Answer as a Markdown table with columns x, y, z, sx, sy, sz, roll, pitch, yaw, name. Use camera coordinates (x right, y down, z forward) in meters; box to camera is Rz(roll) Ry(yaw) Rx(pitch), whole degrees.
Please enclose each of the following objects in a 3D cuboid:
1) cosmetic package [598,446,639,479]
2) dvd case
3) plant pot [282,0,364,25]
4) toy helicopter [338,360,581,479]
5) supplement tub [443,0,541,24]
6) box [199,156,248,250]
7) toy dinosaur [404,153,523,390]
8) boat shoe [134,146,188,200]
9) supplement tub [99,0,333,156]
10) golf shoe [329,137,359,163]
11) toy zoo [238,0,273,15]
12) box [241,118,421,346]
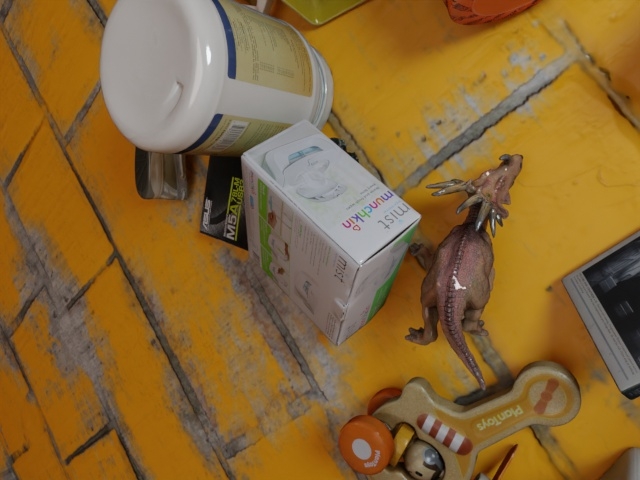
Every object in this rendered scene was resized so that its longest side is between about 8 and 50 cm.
| x | y | z | sx | sy | sz | roll | pitch | yaw | name |
| --- | --- | --- | --- | --- | --- | --- | --- | --- | --- |
| 0.361 | 0.506 | 0.486 | 0.327 | 0.393 | 0.330 | 37 | 114 | 24 | cosmetic package |
| 0.410 | 0.045 | 0.545 | 0.029 | 0.179 | 0.238 | 33 | 122 | -23 | dvd case |
| 0.008 | -0.484 | 0.711 | 0.212 | 0.212 | 0.187 | -14 | 75 | 33 | plant pot |
| 0.216 | 0.295 | 0.710 | 0.355 | 0.140 | 0.235 | -39 | 77 | 28 | toy helicopter |
| 0.187 | -0.458 | 0.585 | 0.207 | 0.207 | 0.338 | -16 | 87 | 33 | supplement tub |
| -0.146 | -0.083 | 0.945 | 0.184 | 0.045 | 0.191 | 19 | 106 | 27 | box |
| 0.185 | 0.028 | 0.645 | 0.127 | 0.296 | 0.200 | 10 | 144 | 7 | toy dinosaur |
| -0.315 | -0.243 | 1.012 | 0.118 | 0.103 | 0.321 | 9 | 96 | 51 | boat shoe |
| -0.141 | -0.244 | 0.758 | 0.228 | 0.316 | 0.229 | 5 | 98 | 32 | supplement tub |
| 0.045 | -0.070 | 0.819 | 0.094 | 0.077 | 0.198 | -37 | 77 | 53 | golf shoe |
| -0.174 | -0.504 | 0.850 | 0.293 | 0.030 | 0.193 | 14 | 107 | 13 | toy zoo |
| 0.000 | 0.000 | 0.739 | 0.231 | 0.126 | 0.262 | 42 | 152 | 21 | box |
